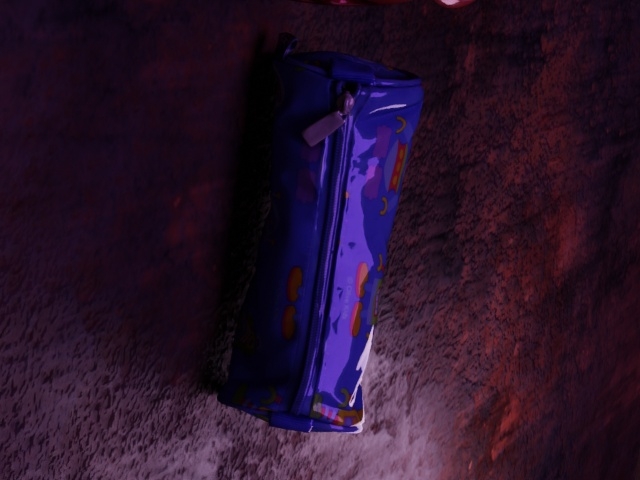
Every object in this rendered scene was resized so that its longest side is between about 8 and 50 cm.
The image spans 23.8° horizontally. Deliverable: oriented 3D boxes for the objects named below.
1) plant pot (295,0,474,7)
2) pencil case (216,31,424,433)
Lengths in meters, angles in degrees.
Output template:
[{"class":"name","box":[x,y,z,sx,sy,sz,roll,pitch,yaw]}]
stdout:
[{"class":"plant pot","box":[0.049,-0.258,1.106,0.191,0.174,0.191,-42,139,-50]},{"class":"pencil case","box":[0.000,0.000,1.178,0.133,0.119,0.306,-58,158,-84]}]
